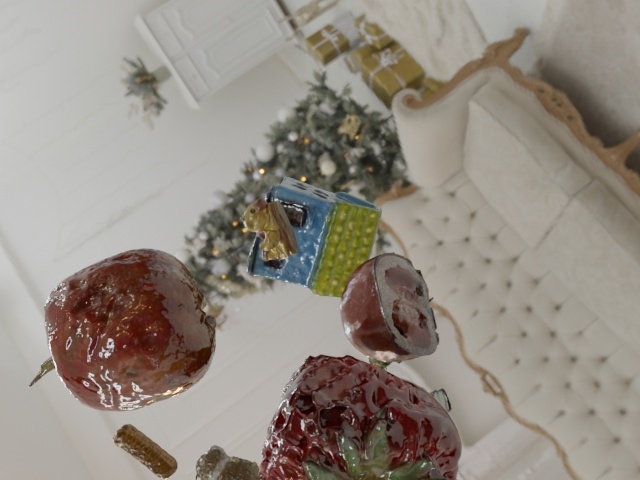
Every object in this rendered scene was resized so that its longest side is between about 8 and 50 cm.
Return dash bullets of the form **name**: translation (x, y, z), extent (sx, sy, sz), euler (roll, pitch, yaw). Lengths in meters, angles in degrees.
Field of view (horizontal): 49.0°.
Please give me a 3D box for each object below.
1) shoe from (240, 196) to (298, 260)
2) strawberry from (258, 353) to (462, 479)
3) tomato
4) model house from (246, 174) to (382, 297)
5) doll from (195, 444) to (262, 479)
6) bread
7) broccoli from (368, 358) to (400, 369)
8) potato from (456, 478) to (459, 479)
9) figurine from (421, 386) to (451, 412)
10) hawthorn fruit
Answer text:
- **shoe**: translation (-0.081, -0.012, 1.143), extent (0.109, 0.069, 0.072), euler (57, -167, -46)
- **strawberry**: translation (0.047, 0.323, 1.172), extent (0.345, 0.317, 0.296), euler (-126, 27, -72)
- **tomato**: translation (0.120, 0.145, 1.391), extent (0.180, 0.155, 0.214), euler (25, -130, -40)
- **model house**: translation (0.000, 0.000, 1.682), extent (0.303, 0.237, 0.215), euler (16, -169, -2)
- **doll**: translation (-0.202, 0.585, 1.731), extent (0.221, 0.115, 0.105), euler (18, 145, 1)
- **bread**: translation (-0.367, 0.444, 1.477), extent (0.157, 0.052, 0.044), euler (43, 150, -15)
- **broccoli**: translation (0.164, 0.287, 1.735), extent (0.092, 0.095, 0.097), euler (21, 143, 17)
- **potato**: translation (0.214, 0.547, 1.320), extent (0.300, 0.237, 0.289), euler (-3, 102, 55)
- **figurine**: translation (0.181, 0.408, 1.675), extent (0.138, 0.245, 0.110), euler (5, -115, -54)
- **hawthorn fruit**: translation (-0.290, 0.136, 1.081), extent (0.261, 0.258, 0.258), euler (10, -169, -24)
